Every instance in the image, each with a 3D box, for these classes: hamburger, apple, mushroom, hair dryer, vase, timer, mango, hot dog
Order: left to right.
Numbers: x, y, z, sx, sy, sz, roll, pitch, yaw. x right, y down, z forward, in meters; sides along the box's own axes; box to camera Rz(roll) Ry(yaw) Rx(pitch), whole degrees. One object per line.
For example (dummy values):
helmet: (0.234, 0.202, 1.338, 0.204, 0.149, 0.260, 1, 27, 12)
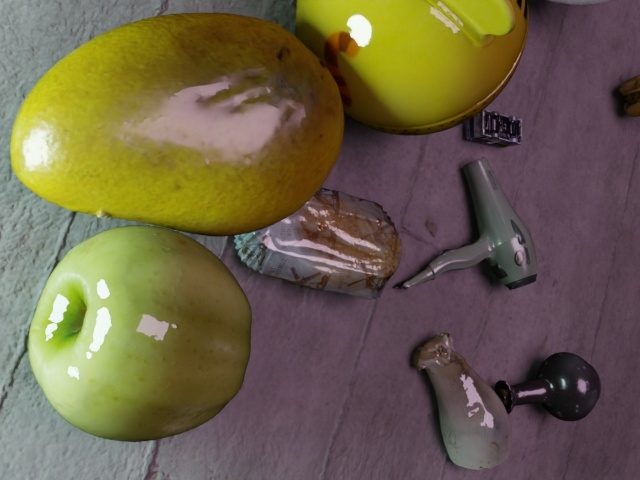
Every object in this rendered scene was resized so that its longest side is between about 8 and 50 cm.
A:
apple: (-0.217, 0.112, 1.153, 0.279, 0.279, 0.279, 4, 82, -33)
mango: (-0.179, -0.143, 1.217, 0.445, 0.220, 0.301, -16, 92, -23)
hot dog: (0.000, 0.000, 1.393, 0.270, 0.082, 0.162, 15, 68, -23)
timer: (0.126, -0.337, 1.320, 0.387, 0.376, 0.376, 54, 48, -67)
hair dryer: (0.238, -0.030, 1.562, 0.267, 0.092, 0.229, 1, 76, -23)
mushroom: (0.235, 0.258, 1.507, 0.116, 0.093, 0.225, -22, 102, -12)
vase: (0.387, 0.257, 1.600, 0.183, 0.120, 0.120, -5, 87, -19)
hamburger: (0.666, -0.297, 1.824, 0.147, 0.138, 0.083, -28, 98, -39)

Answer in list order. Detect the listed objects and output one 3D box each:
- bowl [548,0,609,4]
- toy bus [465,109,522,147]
bowl: (0.476, -0.652, 1.653, 0.435, 0.435, 0.196, 59, 24, -13)
toy bus: (0.300, -0.195, 1.621, 0.102, 0.058, 0.052, 7, 80, -37)
